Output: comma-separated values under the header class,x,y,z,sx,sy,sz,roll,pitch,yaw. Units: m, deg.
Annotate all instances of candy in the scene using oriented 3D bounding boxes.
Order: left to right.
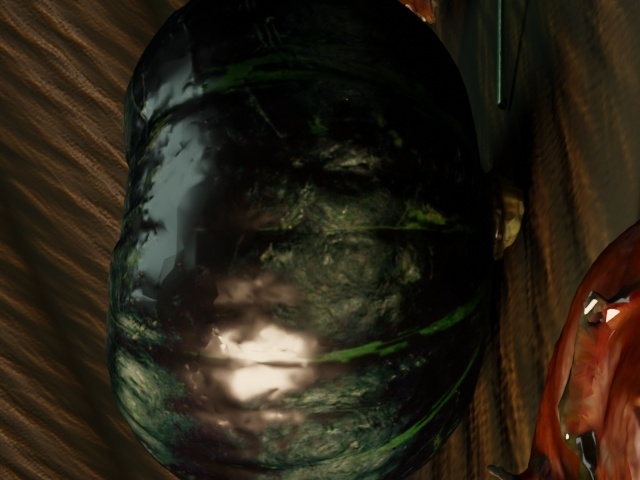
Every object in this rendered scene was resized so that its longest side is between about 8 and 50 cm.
class,x,y,z,sx,sy,sz,roll,pitch,yaw
candy,0.126,-0.183,1.019,0.061,0.061,0.202,123,152,-69

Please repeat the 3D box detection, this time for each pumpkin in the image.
class,x,y,z,sx,sy,sz,roll,pitch,yaw
pumpkin,0.000,0.000,0.886,0.315,0.238,0.315,0,-90,-86

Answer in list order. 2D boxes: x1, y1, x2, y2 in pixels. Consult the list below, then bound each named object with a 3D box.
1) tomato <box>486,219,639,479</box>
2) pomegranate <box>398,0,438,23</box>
class,x,y,z,sx,sy,sz,roll,pitch,yaw
tomato,0.104,0.083,0.430,0.228,0.101,0.228,-169,90,-81
pomegranate,0.042,-0.288,1.265,0.235,0.210,0.210,52,-142,-45
